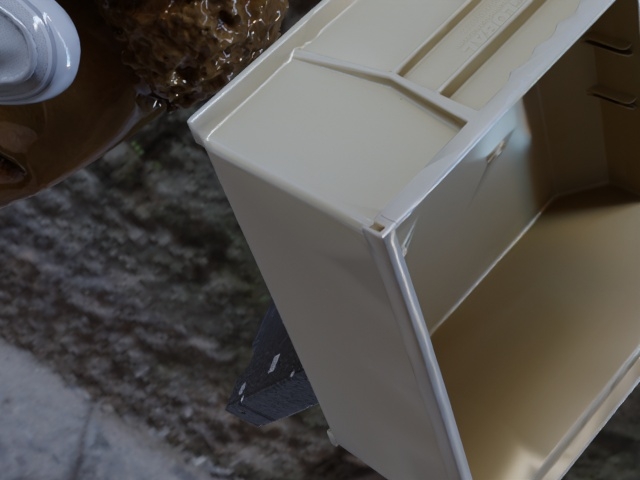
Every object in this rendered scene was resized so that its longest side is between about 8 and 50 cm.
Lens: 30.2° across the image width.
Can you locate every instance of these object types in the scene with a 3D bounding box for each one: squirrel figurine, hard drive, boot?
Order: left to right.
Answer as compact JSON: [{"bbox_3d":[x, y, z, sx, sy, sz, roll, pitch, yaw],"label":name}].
[{"bbox_3d":[-0.298,-0.148,0.802,0.258,0.095,0.123,19,20,23],"label":"boot"},{"bbox_3d":[-0.231,-0.260,0.952,0.281,0.397,0.370,-47,114,-37],"label":"squirrel figurine"},{"bbox_3d":[0.001,0.095,1.469,0.064,0.339,0.237,28,64,-13],"label":"hard drive"}]

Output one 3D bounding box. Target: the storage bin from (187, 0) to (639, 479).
[{"bbox_3d":[0.098,-0.023,0.595,0.260,0.123,0.262,-45,140,-21],"label":"storage bin"}]
